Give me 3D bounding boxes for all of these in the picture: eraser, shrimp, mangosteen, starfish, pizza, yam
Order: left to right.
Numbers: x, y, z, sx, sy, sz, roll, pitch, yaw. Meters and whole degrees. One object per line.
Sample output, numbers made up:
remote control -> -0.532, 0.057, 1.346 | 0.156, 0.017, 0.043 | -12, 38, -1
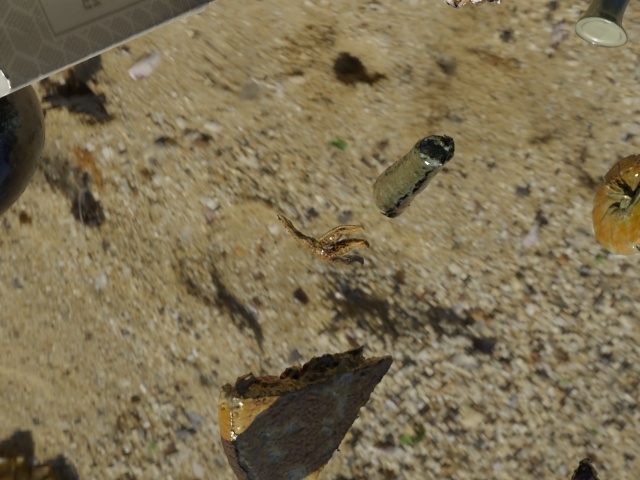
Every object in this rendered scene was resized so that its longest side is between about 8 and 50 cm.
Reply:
mangosteen -> -0.529, -0.144, 1.594 | 0.300, 0.300, 0.300 | -4, 106, -14
eraser -> -0.188, -0.190, 0.929 | 0.098, 0.404, 0.096 | -16, 104, 24
pizza -> -0.014, 0.164, 1.196 | 0.199, 0.062, 0.188 | -33, 134, -20
starfish -> -0.002, 0.005, 1.560 | 0.130, 0.133, 0.041 | 21, 65, 0
yam -> 0.058, -0.045, 0.766 | 0.027, 0.129, 0.033 | -1, 76, -11
shrimp -> 0.408, -0.068, 1.465 | 0.051, 0.115, 0.217 | -5, 148, -42

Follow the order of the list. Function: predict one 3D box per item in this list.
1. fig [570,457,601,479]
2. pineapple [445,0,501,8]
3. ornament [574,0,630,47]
fig -> 0.166, 0.235, 0.719 | 0.124, 0.124, 0.236 | -3, 110, -14
pineapple -> 0.169, -0.357, 1.347 | 0.176, 0.137, 0.161 | -16, 115, 20
ornament -> 0.350, -0.305, 1.372 | 0.081, 0.075, 0.156 | 23, 80, -2
